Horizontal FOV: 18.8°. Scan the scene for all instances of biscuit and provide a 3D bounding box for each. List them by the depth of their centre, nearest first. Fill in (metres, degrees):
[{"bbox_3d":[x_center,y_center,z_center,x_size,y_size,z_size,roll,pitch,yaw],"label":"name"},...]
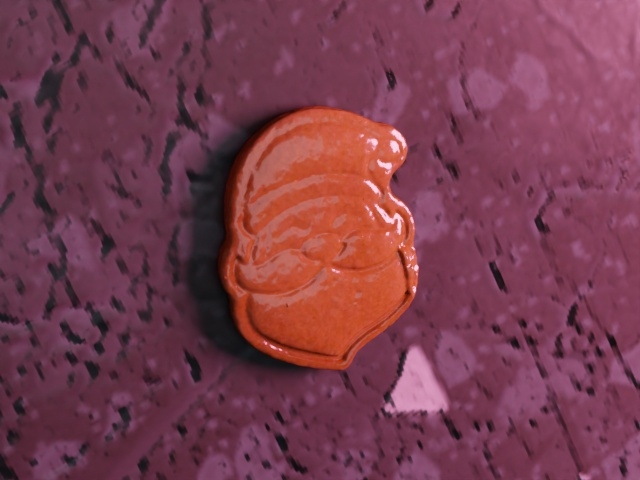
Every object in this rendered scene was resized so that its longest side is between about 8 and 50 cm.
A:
[{"bbox_3d":[0.000,0.000,0.935,0.102,0.019,0.130,-4,104,-17],"label":"biscuit"}]
